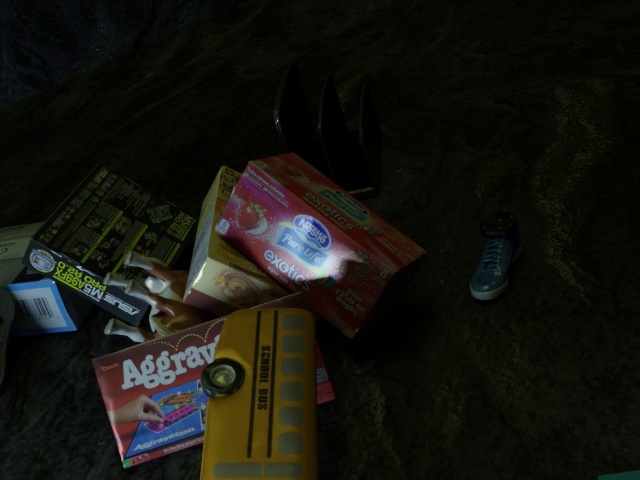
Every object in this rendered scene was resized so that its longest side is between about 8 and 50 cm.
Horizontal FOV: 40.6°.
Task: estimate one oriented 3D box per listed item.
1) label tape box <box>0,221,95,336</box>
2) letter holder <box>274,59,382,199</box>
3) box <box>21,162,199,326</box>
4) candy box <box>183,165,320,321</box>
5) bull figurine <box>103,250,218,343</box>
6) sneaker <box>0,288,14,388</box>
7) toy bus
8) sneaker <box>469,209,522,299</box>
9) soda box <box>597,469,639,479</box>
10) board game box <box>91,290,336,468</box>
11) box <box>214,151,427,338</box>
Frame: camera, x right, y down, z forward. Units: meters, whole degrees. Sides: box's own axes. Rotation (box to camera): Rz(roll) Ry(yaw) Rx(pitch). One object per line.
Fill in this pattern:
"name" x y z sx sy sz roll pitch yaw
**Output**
"label tape box" -0.497 0.033 1.590 0.249 0.115 0.348 -7 31 18
"letter holder" 0.019 -0.231 1.665 0.152 0.214 0.302 -11 28 12
"box" -0.349 0.000 1.483 0.216 0.060 0.270 30 34 -7
"candy box" -0.096 0.016 1.320 0.182 0.088 0.316 24 24 -14
"bull figurine" -0.209 0.112 1.249 0.101 0.188 0.310 -58 22 4
"sneaker" -0.579 0.198 1.375 0.163 0.086 0.226 -24 42 24
"toy bus" -0.067 0.229 0.935 0.130 0.108 0.333 0 43 -1
"sneaker" 0.247 0.013 1.233 0.058 0.085 0.152 3 34 34
"soda box" 0.292 0.290 0.723 0.071 0.067 0.210 -11 29 10
"board game box" -0.135 0.176 1.102 0.281 0.145 0.027 -18 -6 -2
"box" 0.000 0.000 1.197 0.257 0.123 0.128 38 25 15
